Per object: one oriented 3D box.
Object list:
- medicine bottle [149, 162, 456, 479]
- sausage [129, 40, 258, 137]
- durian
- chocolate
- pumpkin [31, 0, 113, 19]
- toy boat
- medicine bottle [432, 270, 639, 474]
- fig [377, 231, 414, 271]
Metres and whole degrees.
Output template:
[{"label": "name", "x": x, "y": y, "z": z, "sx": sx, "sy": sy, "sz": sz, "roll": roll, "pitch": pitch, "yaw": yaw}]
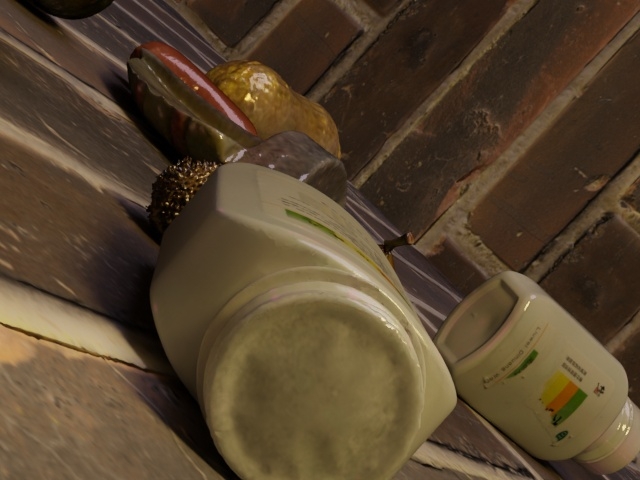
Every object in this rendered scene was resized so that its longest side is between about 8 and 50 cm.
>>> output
[{"label": "medicine bottle", "x": -0.012, "y": 0.050, "z": 0.889, "sx": 0.179, "sy": 0.124, "sz": 0.324, "roll": 41, "pitch": 4, "yaw": -10}, {"label": "sausage", "x": -0.149, "y": -0.159, "z": 1.777, "sx": 0.194, "sy": 0.077, "sz": 0.077, "roll": 43, "pitch": 5, "yaw": -3}, {"label": "durian", "x": -0.088, "y": -0.029, "z": 1.126, "sx": 0.080, "sy": 0.091, "sz": 0.080, "roll": 57, "pitch": -11, "yaw": 18}, {"label": "chocolate", "x": -0.070, "y": -0.161, "z": 2.089, "sx": 0.134, "sy": 0.134, "sz": 0.309, "roll": 47, "pitch": 9, "yaw": 32}, {"label": "pumpkin", "x": -0.302, "y": -0.344, "z": 1.655, "sx": 0.223, "sy": 0.157, "sz": 0.224, "roll": 37, "pitch": -4, "yaw": 3}, {"label": "toy boat", "x": -0.101, "y": -0.099, "z": 1.607, "sx": 0.293, "sy": 0.111, "sz": 0.276, "roll": 30, "pitch": 7, "yaw": -3}, {"label": "medicine bottle", "x": 0.276, "y": 0.173, "z": 1.827, "sx": 0.296, "sy": 0.161, "sz": 0.111, "roll": 42, "pitch": 6, "yaw": -35}, {"label": "fig", "x": 0.039, "y": 0.033, "z": 1.366, "sx": 0.089, "sy": 0.125, "sz": 0.089, "roll": 42, "pitch": 10, "yaw": -9}]
